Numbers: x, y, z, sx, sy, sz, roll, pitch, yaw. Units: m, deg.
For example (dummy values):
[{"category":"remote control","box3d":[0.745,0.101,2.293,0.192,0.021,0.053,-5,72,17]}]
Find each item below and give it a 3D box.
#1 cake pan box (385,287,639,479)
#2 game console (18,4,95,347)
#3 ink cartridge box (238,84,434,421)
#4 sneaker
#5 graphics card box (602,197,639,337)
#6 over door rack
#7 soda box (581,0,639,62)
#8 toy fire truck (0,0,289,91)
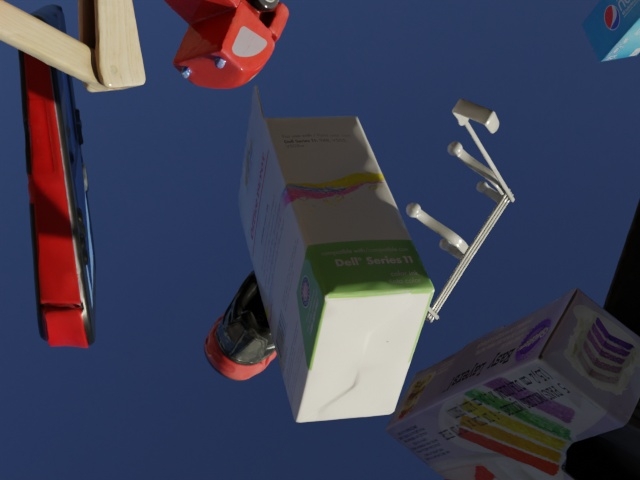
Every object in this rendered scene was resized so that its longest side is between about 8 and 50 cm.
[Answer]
[{"category":"cake pan box","box3d":[0.200,0.164,0.676,0.245,0.267,0.070,38,-118,-3]},{"category":"game console","box3d":[-0.291,-0.087,1.071,0.060,0.342,0.386,-3,-164,-13]},{"category":"ink cartridge box","box3d":[0.000,0.000,1.066,0.119,0.207,0.354,-3,-135,-16]},{"category":"sneaker","box3d":[-0.042,0.061,1.244,0.097,0.135,0.276,40,-129,0]},{"category":"graphics card box","box3d":[0.326,-0.040,0.794,0.094,0.232,0.371,20,-83,22]},{"category":"over door rack","box3d":[0.156,-0.037,1.302,0.108,0.324,0.240,30,-97,23]},{"category":"soda box","box3d":[0.446,-0.334,1.298,0.067,0.210,0.071,-13,-108,-18]},{"category":"toy fire truck","box3d":[-0.104,-0.124,0.476,0.047,0.192,0.135,-4,-125,41]}]
